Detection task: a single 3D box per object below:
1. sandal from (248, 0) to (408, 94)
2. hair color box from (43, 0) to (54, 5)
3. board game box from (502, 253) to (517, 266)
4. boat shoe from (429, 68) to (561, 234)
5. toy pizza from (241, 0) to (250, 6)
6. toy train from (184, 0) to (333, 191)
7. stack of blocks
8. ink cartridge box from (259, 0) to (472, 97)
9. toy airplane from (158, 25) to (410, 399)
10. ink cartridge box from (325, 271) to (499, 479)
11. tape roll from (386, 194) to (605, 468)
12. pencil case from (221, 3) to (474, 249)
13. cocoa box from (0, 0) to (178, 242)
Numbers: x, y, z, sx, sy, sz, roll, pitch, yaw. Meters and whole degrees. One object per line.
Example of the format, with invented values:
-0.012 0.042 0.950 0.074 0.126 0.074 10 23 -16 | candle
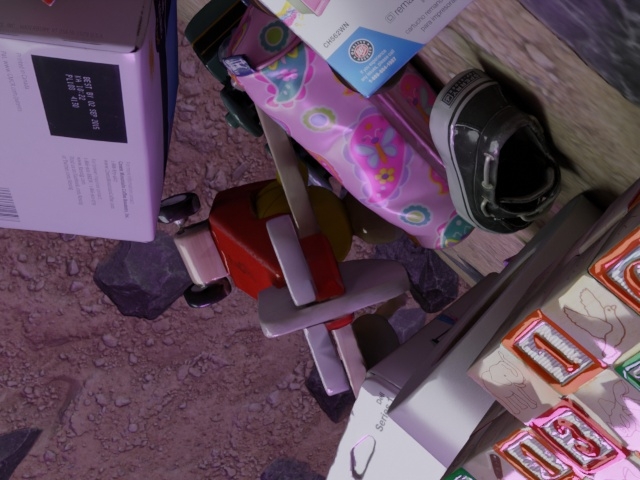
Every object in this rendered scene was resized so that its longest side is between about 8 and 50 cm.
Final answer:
0.019 -0.148 0.556 0.060 0.090 0.219 23 170 30 | sandal
-0.165 -0.252 0.661 0.053 0.167 0.093 40 -178 -27 | hair color box
0.326 0.129 1.117 0.208 0.056 0.347 62 179 -8 | board game box
0.143 -0.046 0.706 0.070 0.078 0.219 43 -179 30 | boat shoe
-0.046 -0.247 0.951 0.201 0.032 0.201 41 -177 -2 | toy pizza
-0.043 -0.198 1.246 0.334 0.142 0.190 36 -163 -51 | toy train
0.173 0.091 0.494 0.171 0.087 0.297 40 147 7 | stack of blocks
0.010 -0.141 0.424 0.122 0.088 0.052 41 -137 -10 | ink cartridge box
0.000 0.000 1.029 0.384 0.272 0.386 56 159 23 | toy airplane
0.142 0.185 1.005 0.117 0.201 0.278 32 -145 23 | ink cartridge box
0.195 0.107 0.753 0.169 0.246 0.246 41 -179 7 | tape roll
0.045 -0.109 0.807 0.284 0.124 0.124 42 -179 -34 | pencil case
-0.266 -0.183 0.916 0.231 0.228 0.347 6 152 -5 | cocoa box
